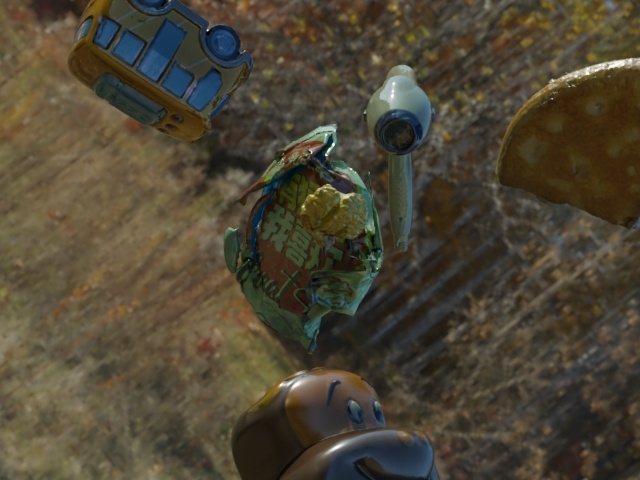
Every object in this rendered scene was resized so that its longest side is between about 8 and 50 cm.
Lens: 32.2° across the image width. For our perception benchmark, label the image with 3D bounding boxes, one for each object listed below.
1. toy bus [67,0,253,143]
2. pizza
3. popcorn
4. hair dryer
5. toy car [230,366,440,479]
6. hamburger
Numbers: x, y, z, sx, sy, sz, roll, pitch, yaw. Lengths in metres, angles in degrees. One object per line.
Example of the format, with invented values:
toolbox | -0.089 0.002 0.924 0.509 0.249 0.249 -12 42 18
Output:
toy bus | -0.196 -0.210 1.317 0.209 0.136 0.126 33 -25 -19
pizza | 0.468 -0.156 1.784 0.278 0.408 0.114 53 41 -9
popcorn | 0.012 -0.020 1.296 0.084 0.084 0.084 52 -1 1
hair dryer | 0.137 -0.180 1.921 0.298 0.118 0.296 87 7 -46
toy car | -0.022 0.294 1.134 0.271 0.340 0.240 10 44 -52
hamburger | -0.002 0.000 1.547 0.150 0.276 0.261 -5 51 -45
